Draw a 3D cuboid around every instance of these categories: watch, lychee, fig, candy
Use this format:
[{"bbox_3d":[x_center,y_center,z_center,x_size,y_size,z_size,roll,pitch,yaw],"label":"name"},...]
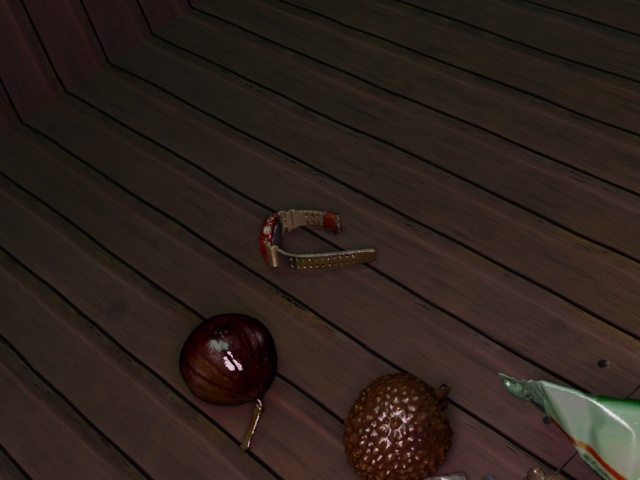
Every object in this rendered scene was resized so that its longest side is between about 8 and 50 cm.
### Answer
[{"bbox_3d":[-0.007,-0.004,2.483,0.268,0.102,0.165,-3,42,5],"label":"watch"},{"bbox_3d":[0.150,0.340,1.977,0.238,0.200,0.200,-35,44,-17],"label":"lychee"},{"bbox_3d":[-0.161,0.263,2.184,0.203,0.186,0.249,-22,46,-32],"label":"fig"},{"bbox_3d":[0.504,0.330,1.805,0.397,0.263,0.172,25,70,37],"label":"candy"}]

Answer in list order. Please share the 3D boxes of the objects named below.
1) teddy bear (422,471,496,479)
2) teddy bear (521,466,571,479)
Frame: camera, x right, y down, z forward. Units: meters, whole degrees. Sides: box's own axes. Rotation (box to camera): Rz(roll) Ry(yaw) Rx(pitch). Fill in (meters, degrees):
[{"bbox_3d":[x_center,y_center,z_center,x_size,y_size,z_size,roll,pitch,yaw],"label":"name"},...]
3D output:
[{"bbox_3d":[0.151,0.571,1.777,0.327,0.362,0.376,-6,77,44],"label":"teddy bear"},{"bbox_3d":[0.384,0.454,1.770,0.140,0.190,0.177,-32,48,-24],"label":"teddy bear"}]
